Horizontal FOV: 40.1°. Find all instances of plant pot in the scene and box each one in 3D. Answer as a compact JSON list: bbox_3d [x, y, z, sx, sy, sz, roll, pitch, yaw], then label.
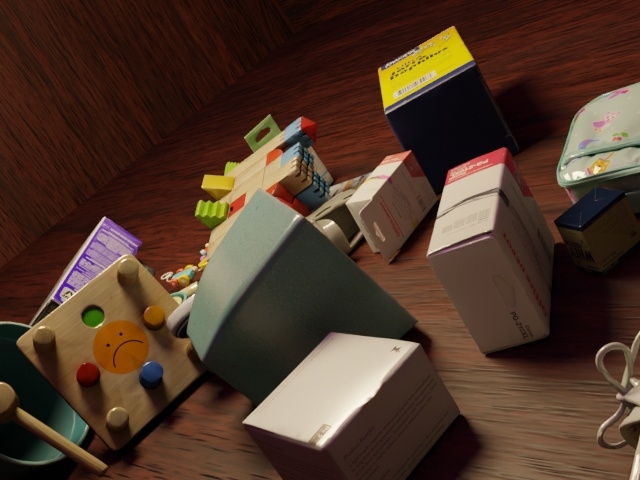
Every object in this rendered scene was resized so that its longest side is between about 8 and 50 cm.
[{"bbox_3d":[-0.596,0.326,1.570,0.255,0.271,0.272,-38,16,29],"label":"plant pot"},{"bbox_3d":[-0.058,0.109,1.316,0.252,0.247,0.248,-49,22,-2],"label":"plant pot"}]

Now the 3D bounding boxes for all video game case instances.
[{"bbox_3d":[0.052,-0.100,1.928,0.166,0.015,0.119,-18,24,34],"label":"video game case"}]

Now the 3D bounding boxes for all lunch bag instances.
[{"bbox_3d":[0.485,-0.139,1.244,0.279,0.108,0.224,-13,35,43],"label":"lunch bag"}]

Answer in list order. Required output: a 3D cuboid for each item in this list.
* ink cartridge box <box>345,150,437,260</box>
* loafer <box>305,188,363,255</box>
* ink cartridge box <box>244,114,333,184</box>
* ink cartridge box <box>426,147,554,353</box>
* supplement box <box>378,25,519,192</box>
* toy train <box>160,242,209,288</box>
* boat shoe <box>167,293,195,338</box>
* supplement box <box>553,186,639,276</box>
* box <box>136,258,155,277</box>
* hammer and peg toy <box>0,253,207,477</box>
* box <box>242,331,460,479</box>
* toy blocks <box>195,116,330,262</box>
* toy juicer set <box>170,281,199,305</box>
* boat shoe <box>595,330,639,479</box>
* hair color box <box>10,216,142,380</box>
[{"bbox_3d":[0.122,-0.060,1.591,0.067,0.115,0.198,-9,30,45],"label":"ink cartridge box"},{"bbox_3d":[0.000,0.000,1.638,0.111,0.112,0.319,-19,22,52],"label":"loafer"},{"bbox_3d":[-0.070,-0.184,2.013,0.062,0.209,0.109,-13,28,48],"label":"ink cartridge box"},{"bbox_3d":[0.237,0.010,1.188,0.100,0.172,0.237,-22,23,27],"label":"ink cartridge box"},{"bbox_3d":[0.250,-0.274,1.782,0.195,0.194,0.356,-28,21,13],"label":"supplement box"},{"bbox_3d":[-0.274,0.062,1.987,0.166,0.046,0.125,-35,19,-17],"label":"toy train"},{"bbox_3d":[-0.103,0.115,1.471,0.301,0.102,0.108,-19,-27,-21],"label":"boat shoe"},{"bbox_3d":[0.373,-0.012,1.171,0.083,0.083,0.056,-37,21,-13],"label":"supplement box"},{"bbox_3d":[-0.439,0.166,1.837,0.233,0.059,0.183,-53,13,10],"label":"box"},{"bbox_3d":[-0.374,0.225,1.489,0.361,0.266,0.127,-43,-4,-25],"label":"hammer and peg toy"},{"bbox_3d":[0.037,0.218,1.079,0.181,0.119,0.182,-43,23,-28],"label":"box"},{"bbox_3d":[-0.095,-0.088,1.806,0.261,0.190,0.381,-33,31,27],"label":"toy blocks"},{"bbox_3d":[-0.295,0.132,1.789,0.209,0.089,0.329,-37,21,-12],"label":"toy juicer set"},{"bbox_3d":[0.326,0.159,0.811,0.156,0.136,0.367,-19,34,40],"label":"boat shoe"},{"bbox_3d":[-0.490,0.114,1.779,0.185,0.110,0.339,-48,13,25],"label":"hair color box"}]
